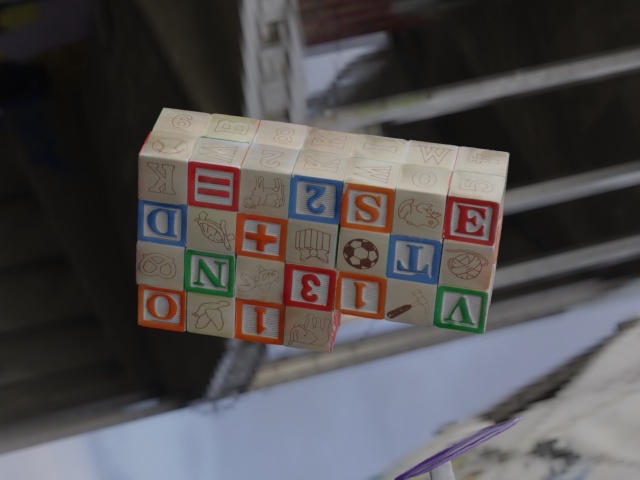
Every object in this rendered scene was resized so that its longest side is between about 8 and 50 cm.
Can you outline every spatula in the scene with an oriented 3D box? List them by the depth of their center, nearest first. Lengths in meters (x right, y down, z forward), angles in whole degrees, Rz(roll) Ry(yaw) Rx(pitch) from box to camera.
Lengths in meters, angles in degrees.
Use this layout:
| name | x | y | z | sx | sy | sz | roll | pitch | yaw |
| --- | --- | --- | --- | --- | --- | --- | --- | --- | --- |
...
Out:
| name | x | y | z | sx | sy | sz | roll | pitch | yaw |
| --- | --- | --- | --- | --- | --- | --- | --- | --- | --- |
| spatula | 0.086 | 0.186 | 1.335 | 0.030 | 0.084 | 0.296 | 58 | -16 | 21 |

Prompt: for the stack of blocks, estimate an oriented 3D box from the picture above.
| name | x | y | z | sx | sy | sz | roll | pitch | yaw |
| --- | --- | --- | --- | --- | --- | --- | --- | --- | --- |
| stack of blocks | 0.000 | 0.000 | 1.552 | 0.087 | 0.297 | 0.171 | -72 | 168 | -57 |
